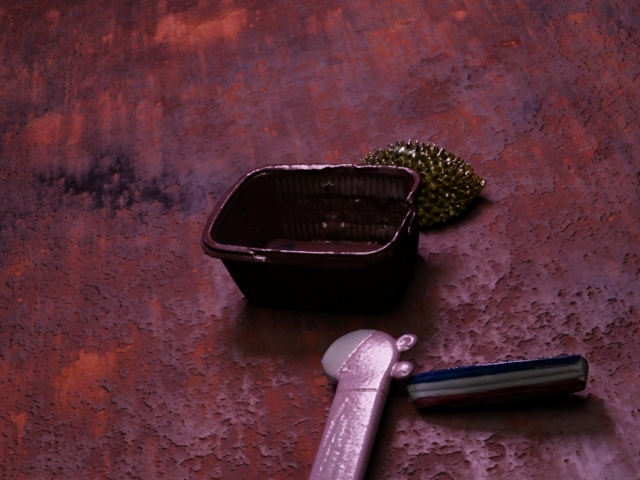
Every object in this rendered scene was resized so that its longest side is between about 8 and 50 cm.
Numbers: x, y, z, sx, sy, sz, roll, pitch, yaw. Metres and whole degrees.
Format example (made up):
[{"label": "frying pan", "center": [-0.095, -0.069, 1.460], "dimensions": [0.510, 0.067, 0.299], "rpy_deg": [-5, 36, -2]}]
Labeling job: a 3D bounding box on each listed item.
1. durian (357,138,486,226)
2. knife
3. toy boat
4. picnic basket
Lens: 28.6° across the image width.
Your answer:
[{"label": "durian", "center": [0.121, -0.094, 1.840], "dimensions": [0.220, 0.095, 0.137], "rpy_deg": [15, 48, 43]}, {"label": "knife", "center": [0.026, 0.258, 1.484], "dimensions": [0.132, 0.038, 0.398], "rpy_deg": [-8, 41, 27]}, {"label": "toy boat", "center": [0.207, 0.171, 1.504], "dimensions": [0.229, 0.080, 0.046], "rpy_deg": [-10, 66, 21]}, {"label": "picnic basket", "center": [0.000, 0.000, 1.742], "dimensions": [0.297, 0.129, 0.222], "rpy_deg": [3, 41, 23]}]
